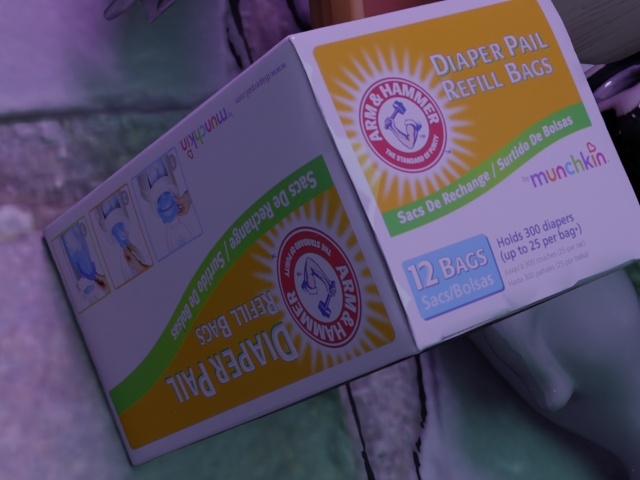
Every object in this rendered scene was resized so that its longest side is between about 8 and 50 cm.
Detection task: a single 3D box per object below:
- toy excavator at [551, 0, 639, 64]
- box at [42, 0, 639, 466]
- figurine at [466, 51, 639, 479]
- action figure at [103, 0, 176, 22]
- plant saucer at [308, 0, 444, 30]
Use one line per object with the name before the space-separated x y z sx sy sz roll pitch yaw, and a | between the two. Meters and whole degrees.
toy excavator | 0.167 -0.307 0.729 0.445 0.222 0.433 -14 82 -44
box | 0.000 0.000 0.552 0.114 0.203 0.103 -18 84 -36
figurine | 0.174 0.040 0.731 0.209 0.092 0.215 49 55 -14
action figure | -0.033 -0.202 0.629 0.099 0.185 0.285 44 38 -23
plant saucer | 0.046 -0.115 0.680 0.200 0.037 0.200 -6 97 -61
